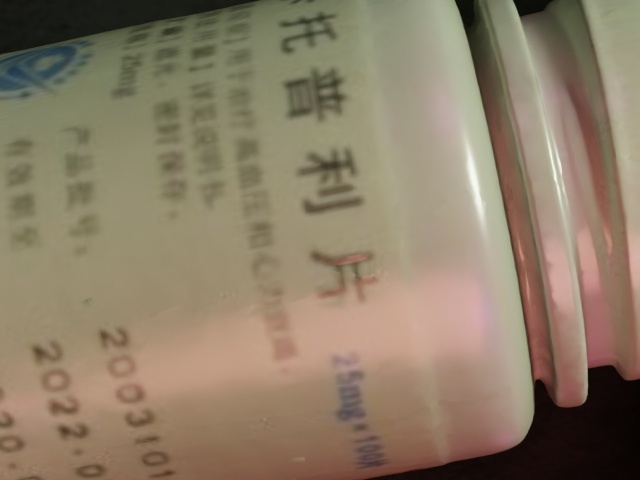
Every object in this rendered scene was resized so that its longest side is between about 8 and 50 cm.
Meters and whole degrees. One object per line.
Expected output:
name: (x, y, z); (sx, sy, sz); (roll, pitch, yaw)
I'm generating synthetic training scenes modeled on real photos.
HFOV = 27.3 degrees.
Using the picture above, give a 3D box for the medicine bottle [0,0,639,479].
medicine bottle: (0.000, 0.000, 0.455); (0.293, 0.170, 0.170); (-10, 135, 5)
